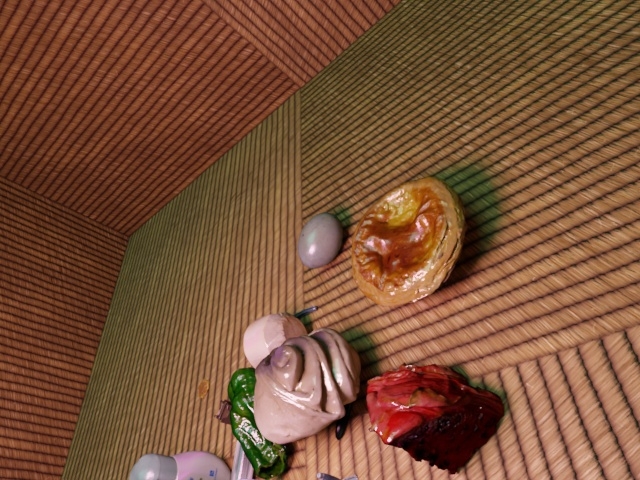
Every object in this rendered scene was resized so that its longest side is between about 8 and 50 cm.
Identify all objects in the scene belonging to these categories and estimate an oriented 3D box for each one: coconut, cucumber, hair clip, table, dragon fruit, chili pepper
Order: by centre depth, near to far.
[{"bbox_3d":[0.251,0.379,1.199,0.228,0.286,0.329,-55,27,11],"label":"dragon fruit"},{"bbox_3d":[0.079,0.534,1.461,0.036,0.033,0.184,5,69,28],"label":"cucumber"},{"bbox_3d":[-0.225,0.611,1.599,0.385,0.167,0.213,-124,31,-49],"label":"chili pepper"},{"bbox_3d":[-0.171,0.377,1.703,0.241,0.241,0.241,-29,45,33],"label":"coconut"},{"bbox_3d":[-0.360,0.678,1.821,0.070,0.082,0.083,6,68,50],"label":"table"},{"bbox_3d":[-0.103,0.317,1.829,0.229,0.039,0.070,-42,38,19],"label":"hair clip"}]

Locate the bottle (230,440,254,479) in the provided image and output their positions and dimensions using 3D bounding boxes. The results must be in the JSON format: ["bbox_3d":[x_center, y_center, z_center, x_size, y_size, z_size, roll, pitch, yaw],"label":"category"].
[{"bbox_3d":[-0.265,0.824,1.613,0.096,0.079,0.253,2,57,7],"label":"bottle"}]

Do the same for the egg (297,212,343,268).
[{"bbox_3d":[0.000,0.000,1.832,0.169,0.169,0.236,9,72,52],"label":"egg"}]

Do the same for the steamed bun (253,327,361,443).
[{"bbox_3d":[-0.058,0.416,1.437,0.352,0.247,0.339,-32,14,18],"label":"steamed bun"}]

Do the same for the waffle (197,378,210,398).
[{"bbox_3d":[-0.529,0.664,2.084,0.085,0.016,0.078,21,77,53],"label":"waffle"}]

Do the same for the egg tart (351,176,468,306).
[{"bbox_3d":[0.290,0.015,1.479,0.443,0.178,0.443,-29,46,35],"label":"egg tart"}]

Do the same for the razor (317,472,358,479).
[{"bbox_3d":[0.040,0.680,1.310,0.068,0.135,0.040,-35,38,27],"label":"razor"}]

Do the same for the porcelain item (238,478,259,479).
[{"bbox_3d":[-0.205,0.921,1.323,0.178,0.242,0.405,-46,24,47],"label":"porcelain item"}]

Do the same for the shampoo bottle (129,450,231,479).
[{"bbox_3d":[-0.499,0.847,1.631,0.151,0.349,0.222,11,72,53],"label":"shampoo bottle"}]
